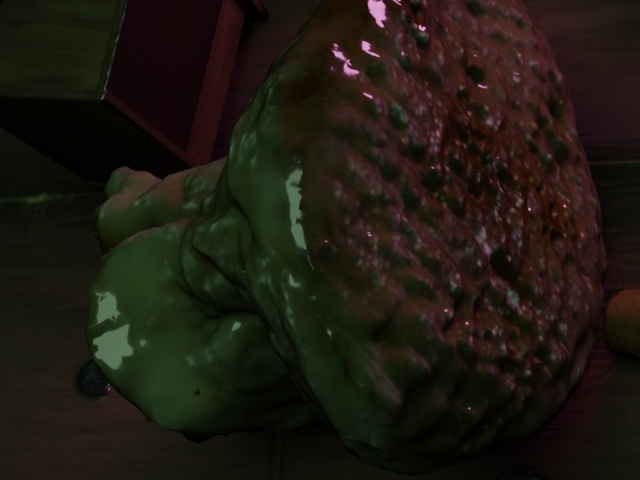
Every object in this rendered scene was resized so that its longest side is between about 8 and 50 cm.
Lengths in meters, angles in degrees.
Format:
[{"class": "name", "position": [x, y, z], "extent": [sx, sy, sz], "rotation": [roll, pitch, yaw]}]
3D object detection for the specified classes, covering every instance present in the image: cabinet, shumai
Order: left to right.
[{"class": "cabinet", "position": [-0.165, -0.153, 1.336], "extent": [0.148, 0.215, 0.174], "rotation": [5, 75, 25]}, {"class": "shumai", "position": [0.000, 0.000, 1.173], "extent": [0.323, 0.324, 0.397], "rotation": [-18, 27, 36]}]

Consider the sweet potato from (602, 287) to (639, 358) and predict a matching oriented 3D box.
[{"class": "sweet potato", "position": [0.379, 0.040, 1.115], "extent": [0.385, 0.109, 0.109], "rotation": [1, 72, 23]}]

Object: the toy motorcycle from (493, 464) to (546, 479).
[{"class": "toy motorcycle", "position": [0.152, 0.223, 1.115], "extent": [0.118, 0.084, 0.212], "rotation": [-56, 23, -8]}]
